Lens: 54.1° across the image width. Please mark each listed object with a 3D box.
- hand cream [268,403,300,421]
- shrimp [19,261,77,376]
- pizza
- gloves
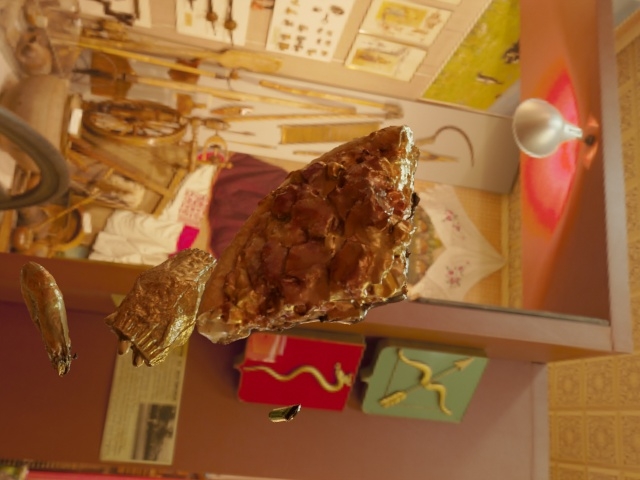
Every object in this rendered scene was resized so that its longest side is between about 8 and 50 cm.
[{"bbox_3d":[-0.065,0.309,1.114,0.036,0.023,0.122,-46,-176,-27],"label":"hand cream"},{"bbox_3d":[-0.425,0.123,0.979,0.101,0.042,0.190,-4,-76,41],"label":"shrimp"},{"bbox_3d":[0.000,0.000,0.853,0.278,0.409,0.114,47,-3,44],"label":"pizza"},{"bbox_3d":[-0.381,0.145,1.511,0.155,0.203,0.356,92,19,-44],"label":"gloves"}]
